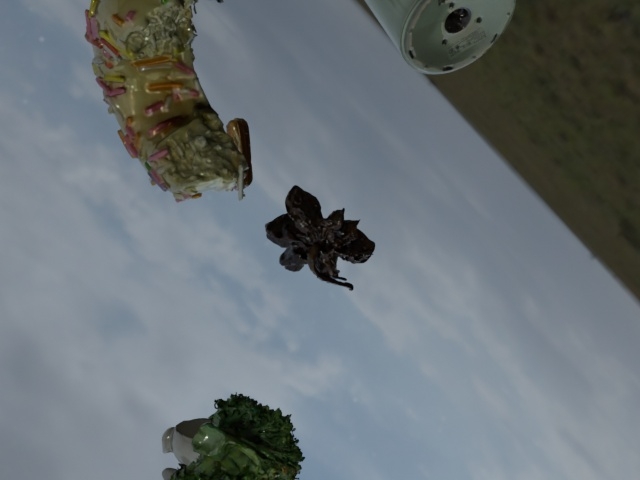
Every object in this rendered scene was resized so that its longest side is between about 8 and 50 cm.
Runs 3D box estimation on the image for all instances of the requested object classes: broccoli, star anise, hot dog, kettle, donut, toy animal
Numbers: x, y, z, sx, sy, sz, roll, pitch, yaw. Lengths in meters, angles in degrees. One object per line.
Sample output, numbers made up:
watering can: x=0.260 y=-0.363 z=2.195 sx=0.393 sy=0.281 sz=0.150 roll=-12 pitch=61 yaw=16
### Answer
broccoli: x=-0.142 y=0.318 z=1.650 sx=0.194 sy=0.219 sz=0.194 roll=54 pitch=180 yaw=0
star anise: x=0.000 y=0.000 z=2.149 sx=0.220 sy=0.190 sz=0.126 roll=22 pitch=-151 yaw=-7
hot dog: x=-0.181 y=-0.191 z=2.462 sx=0.071 sy=0.045 sz=0.165 roll=-55 pitch=-37 yaw=-71
kettle: x=0.135 y=-0.453 z=1.779 sx=0.265 sy=0.205 sz=0.318 roll=11 pitch=-140 yaw=-41
donut: x=-0.255 y=-0.244 z=1.740 sx=0.307 sy=0.150 sz=0.371 roll=32 pitch=143 yaw=60
toy animal: x=-0.251 y=0.455 z=2.194 sx=0.178 sy=0.193 sz=0.127 roll=15 pitch=-166 yaw=9

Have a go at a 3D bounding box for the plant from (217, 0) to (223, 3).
plant: x=-0.169 y=-0.511 z=1.842 sx=0.204 sy=0.233 sz=0.178 roll=58 pitch=-163 yaw=-48
